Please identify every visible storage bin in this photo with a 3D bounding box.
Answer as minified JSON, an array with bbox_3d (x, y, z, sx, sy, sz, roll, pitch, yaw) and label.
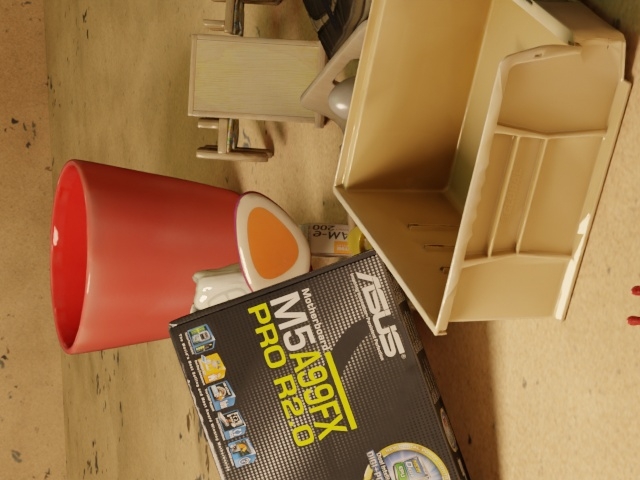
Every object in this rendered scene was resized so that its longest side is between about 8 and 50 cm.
[{"bbox_3d":[0.130,-0.099,1.259,0.262,0.123,0.260,-123,38,-56],"label":"storage bin"}]

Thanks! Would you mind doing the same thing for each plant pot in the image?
[{"bbox_3d":[-0.236,0.024,2.056,0.275,0.243,0.275,-179,90,-70],"label":"plant pot"}]

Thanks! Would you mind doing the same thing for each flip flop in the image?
[{"bbox_3d":[0.032,-0.268,1.573,0.112,0.080,0.277,66,169,1],"label":"flip flop"}]

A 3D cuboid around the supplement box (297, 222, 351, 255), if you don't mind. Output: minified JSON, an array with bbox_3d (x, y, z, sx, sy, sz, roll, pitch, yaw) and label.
[{"bbox_3d":[0.000,0.000,1.685,0.098,0.062,0.036,174,98,-69],"label":"supplement box"}]

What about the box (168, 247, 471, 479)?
[{"bbox_3d":[0.004,0.165,1.363,0.060,0.216,0.270,-18,-91,-77],"label":"box"}]

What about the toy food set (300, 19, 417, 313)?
[{"bbox_3d":[0.041,-0.048,1.535,0.220,0.092,0.306,138,129,-63],"label":"toy food set"}]

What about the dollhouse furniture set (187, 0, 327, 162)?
[{"bbox_3d":[-0.070,-0.203,1.838,0.242,0.161,0.212,-77,-9,-83],"label":"dollhouse furniture set"}]

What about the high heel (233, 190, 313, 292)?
[{"bbox_3d":[-0.039,0.043,1.656,0.244,0.082,0.117,58,176,-20],"label":"high heel"}]

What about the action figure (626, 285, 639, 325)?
[{"bbox_3d":[0.258,0.063,1.052,0.115,0.030,0.038,-148,66,-64],"label":"action figure"}]

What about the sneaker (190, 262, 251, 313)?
[{"bbox_3d":[-0.101,0.098,1.825,0.292,0.118,0.110,93,167,-63],"label":"sneaker"}]
